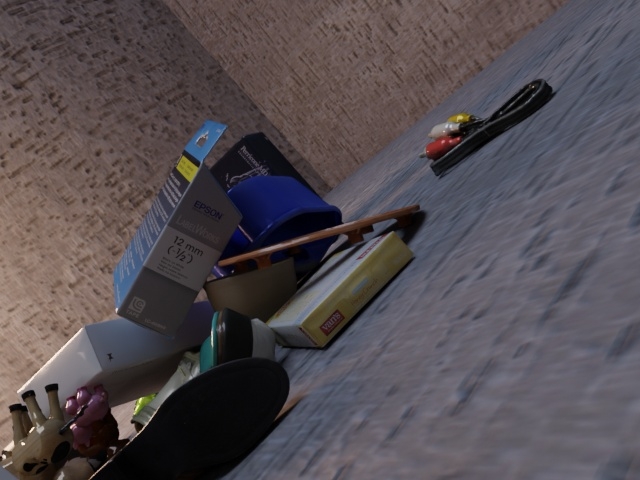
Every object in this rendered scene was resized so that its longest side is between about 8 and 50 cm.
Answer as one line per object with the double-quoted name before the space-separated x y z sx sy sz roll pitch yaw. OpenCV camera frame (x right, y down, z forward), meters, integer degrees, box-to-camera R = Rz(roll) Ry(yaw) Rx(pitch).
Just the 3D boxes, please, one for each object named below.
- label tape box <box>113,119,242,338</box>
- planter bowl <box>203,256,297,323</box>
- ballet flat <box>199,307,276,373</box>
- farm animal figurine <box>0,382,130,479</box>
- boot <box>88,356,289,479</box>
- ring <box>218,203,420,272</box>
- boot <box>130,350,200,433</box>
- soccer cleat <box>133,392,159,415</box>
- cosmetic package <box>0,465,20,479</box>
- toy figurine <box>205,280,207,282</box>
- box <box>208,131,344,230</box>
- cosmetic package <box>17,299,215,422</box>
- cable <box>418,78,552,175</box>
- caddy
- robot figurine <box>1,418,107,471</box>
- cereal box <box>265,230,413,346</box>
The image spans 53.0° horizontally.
"label tape box" -0.232 -0.034 1.129 0.347 0.115 0.249 -58 22 1
"planter bowl" -0.109 0.102 1.097 0.162 0.109 0.162 -16 1 0
"ballet flat" -0.117 0.151 0.916 0.096 0.095 0.280 2 -15 -13
"farm animal figurine" -0.472 0.385 1.070 0.327 0.172 0.330 -23 -21 -4
"boot" -0.136 0.224 0.786 0.264 0.096 0.280 -45 -5 0
"ring" 0.000 0.000 1.038 0.337 0.032 0.336 -15 1 0
"boot" -0.256 0.276 1.121 0.165 0.077 0.213 -47 7 -25
"soccer cleat" -0.421 0.382 1.570 0.072 0.060 0.179 -55 6 1
"cosmetic package" -0.548 0.354 0.568 0.393 0.327 0.329 -56 -7 2
"toy figurine" -0.302 0.178 1.540 0.209 0.213 0.148 -43 20 32
"box" -0.172 -0.053 1.679 0.312 0.343 0.179 -42 4 15
"cosmetic package" -0.351 0.234 1.271 0.284 0.097 0.377 -36 -17 33
"cable" 0.268 -0.199 1.120 0.139 0.072 0.287 -50 8 -23
"caddy" -0.088 0.005 1.327 0.241 0.179 0.341 -55 -20 21
"robot figurine" -0.571 0.467 1.373 0.174 0.209 0.278 2 34 38
"cereal box" 0.014 0.075 0.894 0.173 0.047 0.240 -44 6 -17
